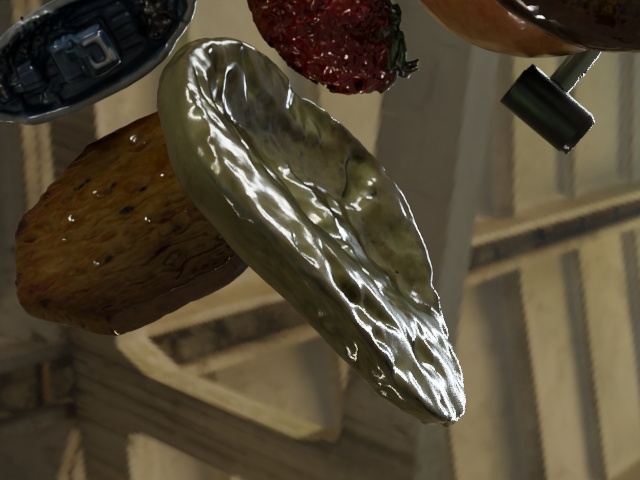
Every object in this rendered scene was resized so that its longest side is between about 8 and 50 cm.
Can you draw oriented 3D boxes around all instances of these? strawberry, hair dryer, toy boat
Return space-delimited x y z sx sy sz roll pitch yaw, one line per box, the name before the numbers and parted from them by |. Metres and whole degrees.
strawberry | 0.006 -0.203 1.268 0.192 0.140 0.085 42 -115 -35
hair dryer | 0.295 -0.193 1.501 0.198 0.100 0.057 -50 -1 -30
toy boat | -0.280 -0.219 1.511 0.309 0.142 0.129 -26 -71 3

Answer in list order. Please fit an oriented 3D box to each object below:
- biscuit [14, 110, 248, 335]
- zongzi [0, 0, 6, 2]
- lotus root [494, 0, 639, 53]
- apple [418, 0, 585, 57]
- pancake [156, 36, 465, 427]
biscuit | -0.178 -0.035 1.415 0.359 0.359 0.046 -50 -46 -28
zongzi | -0.214 -0.420 1.111 0.356 0.174 0.393 -20 -64 -24
lotus root | 0.217 -0.277 1.147 0.290 0.193 0.193 16 -89 -20
apple | 0.241 -0.374 1.436 0.364 0.363 0.364 -26 -55 -45
pancake | 0.000 0.000 0.669 0.050 0.242 0.242 -37 -31 18
